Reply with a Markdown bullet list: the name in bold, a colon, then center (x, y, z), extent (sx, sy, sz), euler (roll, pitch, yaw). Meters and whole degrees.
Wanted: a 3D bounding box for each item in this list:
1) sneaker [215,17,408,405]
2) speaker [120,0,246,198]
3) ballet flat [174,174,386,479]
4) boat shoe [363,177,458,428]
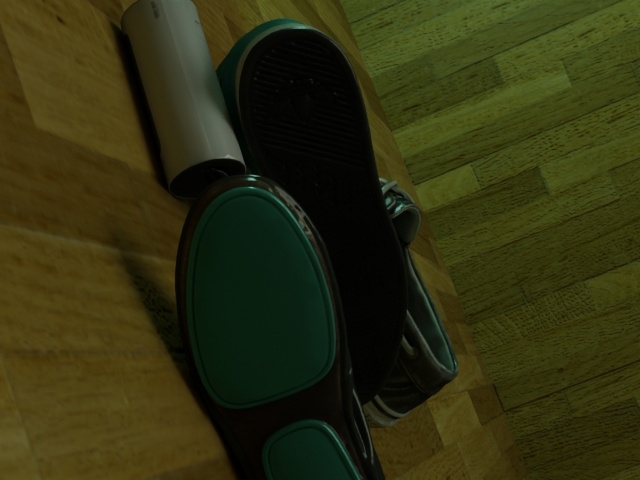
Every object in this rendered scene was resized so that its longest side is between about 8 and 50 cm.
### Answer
- **sneaker**: center (-0.019, -0.031, 0.959), extent (0.178, 0.124, 0.295), euler (-118, -161, -67)
- **speaker**: center (-0.094, -0.098, 0.864), extent (0.055, 0.055, 0.136), euler (44, 25, -67)
- **ballet flat**: center (-0.023, 0.089, 0.759), extent (0.096, 0.095, 0.280), euler (-114, -171, -74)
- **boat shoe**: center (0.040, -0.004, 1.131), extent (0.121, 0.119, 0.335), euler (14, 52, -59)
